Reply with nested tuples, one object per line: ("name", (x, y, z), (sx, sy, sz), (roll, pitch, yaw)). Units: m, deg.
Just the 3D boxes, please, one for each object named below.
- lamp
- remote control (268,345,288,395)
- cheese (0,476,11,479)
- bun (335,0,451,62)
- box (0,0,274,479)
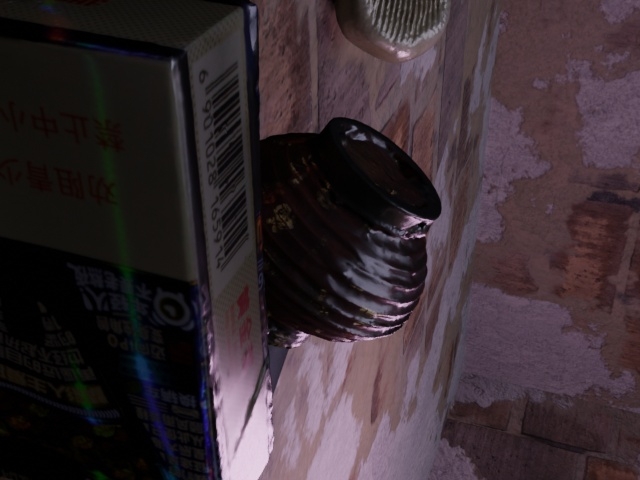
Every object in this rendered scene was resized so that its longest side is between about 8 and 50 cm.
("lamp", (0.000, 0.000, 0.889), (0.247, 0.247, 0.247), (12, 90, -73))
("remote control", (-0.051, 0.088, 1.079), (0.107, 0.044, 0.378), (66, 38, -55))
("cheese", (-0.197, 0.182, 0.669), (0.194, 0.043, 0.065), (-40, 143, -67))
("bun", (0.084, -0.317, 1.127), (0.166, 0.113, 0.173), (34, 75, -28))
("box", (-0.134, 0.015, 0.489), (0.084, 0.198, 0.310), (-57, 153, -52))
